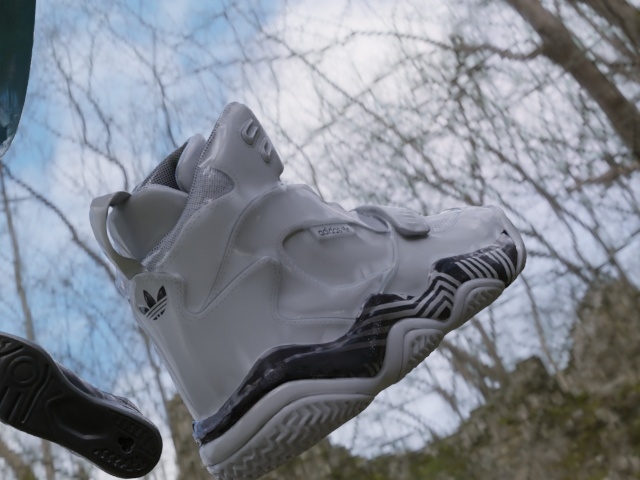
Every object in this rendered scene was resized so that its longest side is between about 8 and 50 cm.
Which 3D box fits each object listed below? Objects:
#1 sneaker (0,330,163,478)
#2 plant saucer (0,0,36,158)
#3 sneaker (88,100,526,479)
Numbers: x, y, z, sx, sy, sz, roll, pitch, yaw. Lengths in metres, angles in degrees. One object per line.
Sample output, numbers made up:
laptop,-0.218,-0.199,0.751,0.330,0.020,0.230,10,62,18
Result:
sneaker,-0.268,0.176,1.467,0.227,0.130,0.087,29,-103,0
plant saucer,-0.242,-0.213,0.961,0.044,0.317,0.317,2,-52,0
sneaker,0.000,0.000,0.973,0.137,0.366,0.210,-36,-91,40
